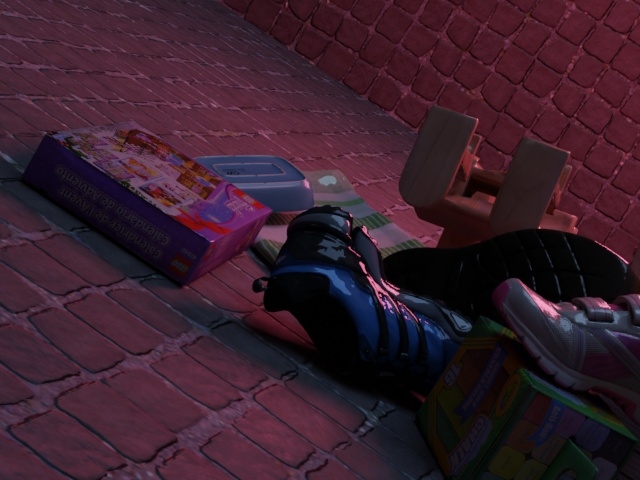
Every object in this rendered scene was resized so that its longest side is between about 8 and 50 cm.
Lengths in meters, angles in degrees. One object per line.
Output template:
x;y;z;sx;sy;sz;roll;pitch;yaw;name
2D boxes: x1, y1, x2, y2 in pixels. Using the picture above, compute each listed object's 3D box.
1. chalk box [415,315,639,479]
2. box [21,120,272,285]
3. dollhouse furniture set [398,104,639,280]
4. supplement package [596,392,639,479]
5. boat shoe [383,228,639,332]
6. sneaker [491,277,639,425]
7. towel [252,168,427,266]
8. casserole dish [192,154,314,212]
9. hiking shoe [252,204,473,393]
0.197;0.190;1.324;0.132;0.132;0.213;29;11;-19;chalk box
-0.177;-0.048;1.509;0.201;0.057;0.293;33;12;5;box
0.300;0.043;1.968;0.394;0.257;0.362;21;-12;17;dollhouse furniture set
0.381;0.184;1.496;0.198;0.263;0.199;34;12;5;supplement package
0.204;0.066;1.520;0.324;0.123;0.120;0;-30;41;boat shoe
0.277;0.092;1.330;0.252;0.111;0.103;29;12;-19;sneaker
0.006;-0.014;1.742;0.247;0.038;0.325;2;28;-34;towel
-0.091;-0.073;1.722;0.188;0.037;0.114;-4;28;-32;casserole dish
0.062;0.106;1.436;0.304;0.113;0.132;40;53;-11;hiking shoe
